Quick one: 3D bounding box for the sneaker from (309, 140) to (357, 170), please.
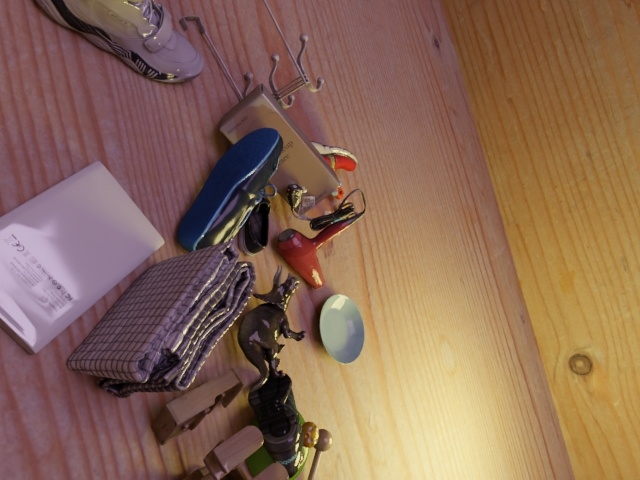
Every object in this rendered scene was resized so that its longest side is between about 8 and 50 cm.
[{"bbox_3d":[0.003,-0.225,1.404,0.279,0.107,0.118,0,94,-46],"label":"sneaker"}]

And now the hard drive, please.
[{"bbox_3d":[-0.446,0.016,0.816,0.203,0.040,0.307,56,42,-18],"label":"hard drive"}]

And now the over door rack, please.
[{"bbox_3d":[-0.162,-0.487,1.178,0.324,0.240,0.108,53,45,-23],"label":"over door rack"}]

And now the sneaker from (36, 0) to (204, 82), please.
[{"bbox_3d":[-0.366,-0.472,0.959,0.366,0.210,0.137,20,62,-44],"label":"sneaker"}]

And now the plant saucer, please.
[{"bbox_3d":[0.052,0.250,1.304,0.195,0.037,0.194,22,60,-44],"label":"plant saucer"}]

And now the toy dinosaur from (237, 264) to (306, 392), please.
[{"bbox_3d":[-0.130,0.213,1.051,0.160,0.121,0.313,50,38,-14],"label":"toy dinosaur"}]

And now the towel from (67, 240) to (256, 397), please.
[{"bbox_3d":[-0.267,0.145,0.826,0.121,0.235,0.283,55,42,-28],"label":"towel"}]

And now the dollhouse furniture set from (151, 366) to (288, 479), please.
[{"bbox_3d":[-0.172,0.390,0.865,0.161,0.212,0.242,-18,63,-49],"label":"dollhouse furniture set"}]

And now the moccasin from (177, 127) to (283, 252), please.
[{"bbox_3d":[-0.197,-0.108,1.069,0.342,0.138,0.117,-54,142,-14],"label":"moccasin"}]

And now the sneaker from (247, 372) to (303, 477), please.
[{"bbox_3d":[-0.093,0.378,0.976,0.267,0.101,0.106,-121,-164,-73],"label":"sneaker"}]

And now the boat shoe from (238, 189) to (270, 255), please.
[{"bbox_3d":[-0.158,-0.077,1.155,0.080,0.076,0.228,24,59,-42],"label":"boat shoe"}]

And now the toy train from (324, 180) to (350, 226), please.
[{"bbox_3d":[0.043,-0.099,1.418,0.125,0.046,0.166,49,42,-31],"label":"toy train"}]

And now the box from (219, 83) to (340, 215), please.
[{"bbox_3d":[-0.102,-0.230,1.200,0.311,0.148,0.121,45,14,-27],"label":"box"}]

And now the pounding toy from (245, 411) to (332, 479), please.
[{"bbox_3d":[-0.049,0.472,1.048,0.237,0.110,0.183,44,47,-29],"label":"pounding toy"}]

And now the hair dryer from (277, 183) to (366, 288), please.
[{"bbox_3d":[0.000,0.000,1.219,0.224,0.293,0.080,6,24,-13],"label":"hair dryer"}]
